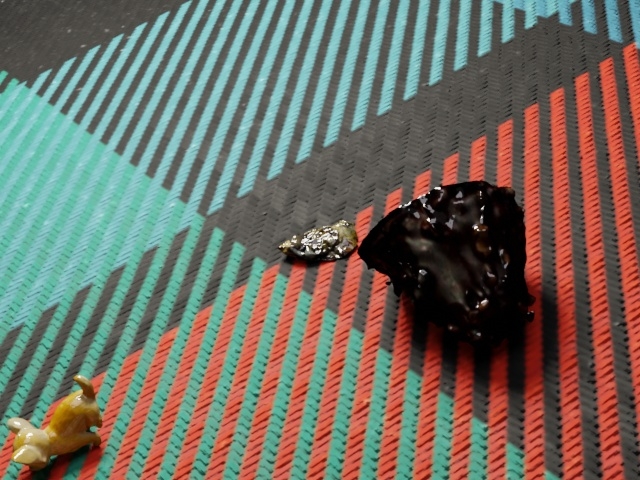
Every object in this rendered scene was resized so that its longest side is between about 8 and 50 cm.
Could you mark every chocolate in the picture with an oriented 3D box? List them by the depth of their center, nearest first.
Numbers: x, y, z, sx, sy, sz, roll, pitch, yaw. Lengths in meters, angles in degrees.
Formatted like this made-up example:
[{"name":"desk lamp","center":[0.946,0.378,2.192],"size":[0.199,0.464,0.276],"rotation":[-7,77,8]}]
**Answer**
[{"name":"chocolate","center":[0.127,0.036,0.976],"size":[0.156,0.156,0.133],"rotation":[-18,64,-4]}]

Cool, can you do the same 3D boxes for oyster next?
[{"name":"oyster","center":[-0.003,0.000,1.134],"size":[0.083,0.019,0.054],"rotation":[-12,37,4]}]

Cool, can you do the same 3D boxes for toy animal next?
[{"name":"toy animal","center":[-0.236,0.163,0.960],"size":[0.083,0.081,0.060],"rotation":[-11,34,-30]}]
